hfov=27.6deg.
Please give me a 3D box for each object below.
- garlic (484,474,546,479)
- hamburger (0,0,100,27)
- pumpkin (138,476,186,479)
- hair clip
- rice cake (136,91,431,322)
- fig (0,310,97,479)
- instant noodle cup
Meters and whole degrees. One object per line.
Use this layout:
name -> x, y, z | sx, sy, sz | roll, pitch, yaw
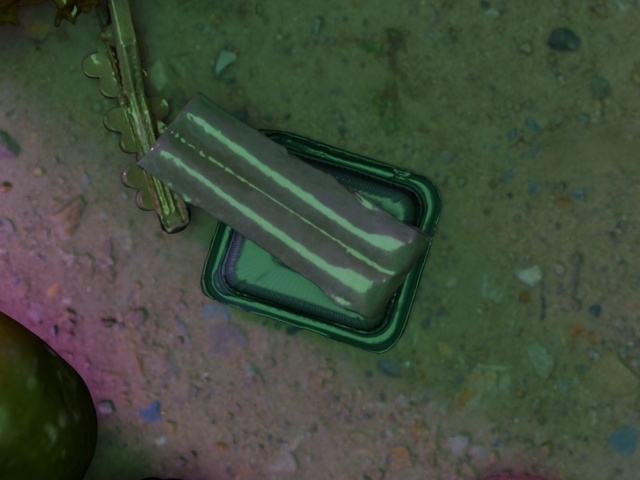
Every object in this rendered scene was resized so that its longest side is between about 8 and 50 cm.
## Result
garlic -> 0.167, 0.315, 1.052 | 0.178, 0.143, 0.229 | -17, 101, 2
hamburger -> -0.241, -0.300, 0.981 | 0.445, 0.268, 0.287 | -30, 95, 3
pumpkin -> -0.133, 0.312, 1.029 | 0.250, 0.216, 0.250 | 6, 66, -13
hair clip -> -0.155, -0.109, 1.089 | 0.062, 0.056, 0.214 | -17, 99, -22
rice cake -> -0.030, -0.028, 1.023 | 0.226, 0.040, 0.085 | 33, 92, 2
fig -> -0.331, 0.173, 1.022 | 0.314, 0.233, 0.233 | -31, 91, -1
instant noodle cup -> 0.000, 0.000, 1.077 | 0.179, 0.070, 0.157 | 18, 93, 3
